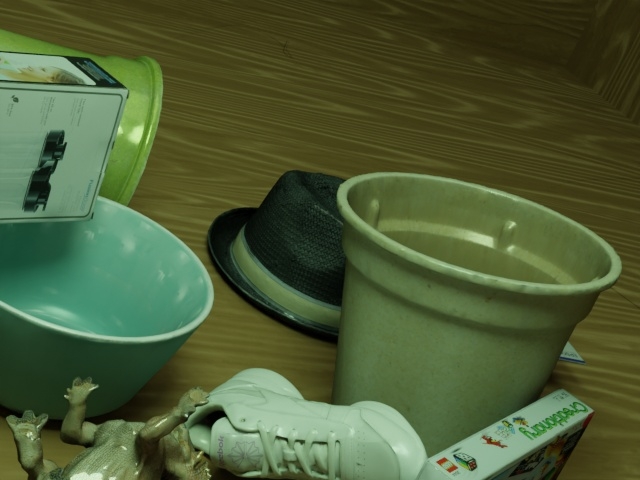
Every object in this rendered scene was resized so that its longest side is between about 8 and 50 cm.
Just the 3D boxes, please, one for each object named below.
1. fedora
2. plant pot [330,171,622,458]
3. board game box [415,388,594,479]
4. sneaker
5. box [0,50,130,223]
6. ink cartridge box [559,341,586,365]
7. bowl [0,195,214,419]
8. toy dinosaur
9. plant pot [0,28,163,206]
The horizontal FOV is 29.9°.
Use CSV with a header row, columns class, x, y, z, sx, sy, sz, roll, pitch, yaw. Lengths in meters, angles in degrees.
class,x,y,z,sx,sy,sz,roll,pitch,yaw
fedora,0.000,0.000,1.756,0.334,0.153,0.334,19,24,-9
plant pot,0.149,0.120,1.416,0.333,0.306,0.334,12,20,-4
board game box,0.170,0.279,1.278,0.053,0.193,0.305,36,27,27
sneaker,-0.025,0.227,1.275,0.305,0.114,0.152,10,18,40
box,-0.356,-0.106,1.239,0.290,0.169,0.087,-4,33,-44
ink cartridge box,0.256,0.096,1.899,0.175,0.069,0.371,12,24,-26
bowl,-0.289,0.079,1.315,0.311,0.163,0.311,19,25,-9
toy dinosaur,-0.197,0.242,1.106,0.127,0.200,0.295,23,40,37
plant pot,-0.378,-0.156,1.539,0.254,0.276,0.276,22,22,-27
